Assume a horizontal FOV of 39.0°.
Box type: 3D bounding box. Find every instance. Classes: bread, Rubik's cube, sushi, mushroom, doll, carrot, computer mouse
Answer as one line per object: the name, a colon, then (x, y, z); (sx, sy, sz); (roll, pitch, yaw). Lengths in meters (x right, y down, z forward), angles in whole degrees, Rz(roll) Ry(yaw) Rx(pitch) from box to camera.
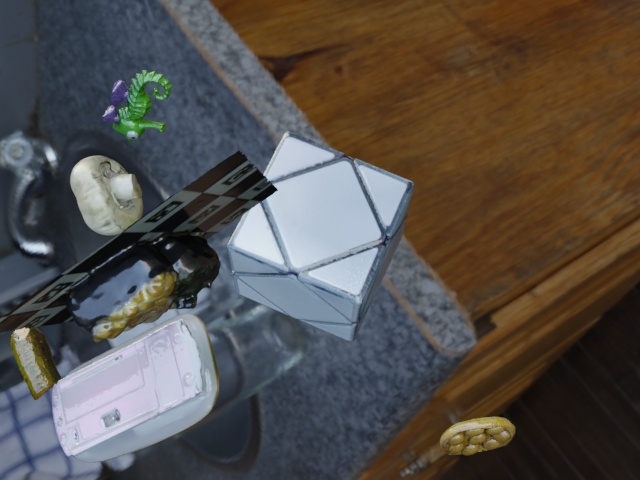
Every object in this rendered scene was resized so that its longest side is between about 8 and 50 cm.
bread: (0.214, 0.267, 1.235); (0.110, 0.110, 0.024); (111, 155, -52)
Rubik's cube: (0.000, 0.000, 1.326); (0.207, 0.205, 0.205); (24, 160, 7)
sushi: (-0.103, 0.026, 0.629); (0.050, 0.192, 0.215); (56, -177, 4)
mushroom: (-0.384, -0.087, 1.649); (0.123, 0.154, 0.154); (-21, 95, 20)
doll: (-0.329, -0.242, 1.645); (0.190, 0.115, 0.050); (126, 158, -49)
carrot: (-0.641, 0.272, 2.038); (0.173, 0.082, 0.082); (59, 150, 21)
computer mouse: (-0.211, 0.171, 1.041); (0.245, 0.056, 0.125); (-28, 67, 25)
